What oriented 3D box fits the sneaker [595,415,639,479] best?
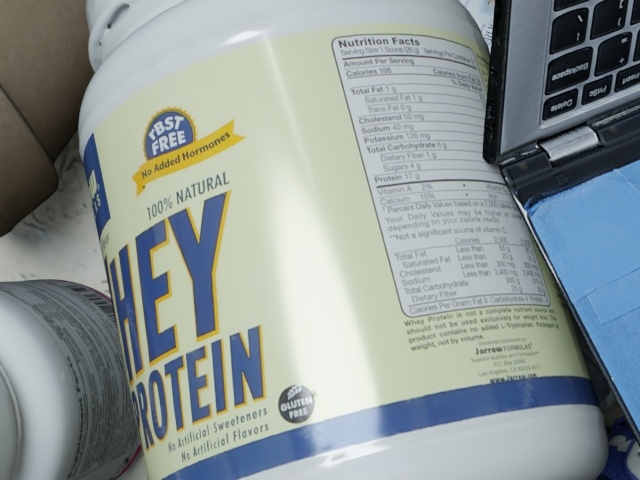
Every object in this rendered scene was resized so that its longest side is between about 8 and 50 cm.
[{"bbox_3d":[0.229,0.111,0.744,0.131,0.112,0.296,5,72,-6],"label":"sneaker"}]

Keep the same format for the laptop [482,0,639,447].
[{"bbox_3d":[0.296,-0.085,0.549,0.382,0.408,0.236,-22,45,-21],"label":"laptop"}]

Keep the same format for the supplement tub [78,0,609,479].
[{"bbox_3d":[0.000,0.000,0.673,0.235,0.235,0.324,-17,73,7],"label":"supplement tub"}]

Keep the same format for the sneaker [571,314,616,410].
[{"bbox_3d":[0.081,0.057,0.789,0.229,0.086,0.132,40,66,6],"label":"sneaker"}]

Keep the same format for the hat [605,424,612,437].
[{"bbox_3d":[0.152,0.217,0.748,0.208,0.183,0.173,-38,84,5],"label":"hat"}]

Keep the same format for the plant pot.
[{"bbox_3d":[-0.209,-0.172,0.792,0.229,0.263,0.263,-43,84,-13],"label":"plant pot"}]

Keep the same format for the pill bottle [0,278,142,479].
[{"bbox_3d":[-0.210,0.104,0.748,0.160,0.283,0.160,0,89,8],"label":"pill bottle"}]

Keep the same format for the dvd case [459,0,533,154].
[{"bbox_3d":[0.057,-0.166,0.851,0.253,0.022,0.180,21,91,8],"label":"dvd case"}]
